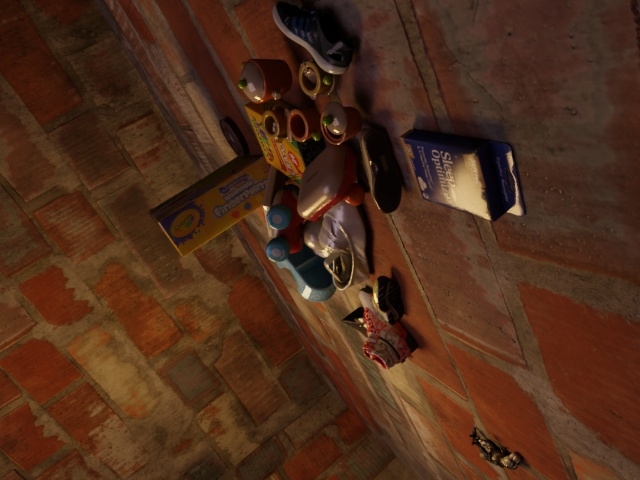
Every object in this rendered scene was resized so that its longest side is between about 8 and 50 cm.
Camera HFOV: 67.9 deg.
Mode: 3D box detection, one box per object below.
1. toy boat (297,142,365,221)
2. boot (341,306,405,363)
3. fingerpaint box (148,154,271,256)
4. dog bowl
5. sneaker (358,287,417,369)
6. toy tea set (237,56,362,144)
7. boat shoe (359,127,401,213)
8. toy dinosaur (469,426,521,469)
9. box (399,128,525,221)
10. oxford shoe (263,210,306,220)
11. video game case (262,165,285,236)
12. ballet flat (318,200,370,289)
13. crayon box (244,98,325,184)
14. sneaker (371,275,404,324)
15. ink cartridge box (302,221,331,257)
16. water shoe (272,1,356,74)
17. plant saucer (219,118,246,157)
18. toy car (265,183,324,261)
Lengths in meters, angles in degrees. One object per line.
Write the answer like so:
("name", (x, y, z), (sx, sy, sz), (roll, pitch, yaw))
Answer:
("toy boat", (0.040, -0.127, 1.170), (0.151, 0.150, 0.231), (19, 154, -22))
("boot", (0.193, 0.367, 1.770), (0.229, 0.091, 0.263), (57, 162, -3))
("fingerpaint box", (-0.411, -0.148, 1.838), (0.163, 0.445, 0.371), (60, 163, -20))
("dog bowl", (-0.050, 0.094, 1.820), (0.297, 0.166, 0.074), (51, 151, 16))
("sneaker", (0.178, 0.291, 1.563), (0.270, 0.145, 0.090), (50, 163, 18))
("toy tea set", (-0.064, -0.294, 1.021), (0.336, 0.124, 0.199), (17, 123, 47))
("boat shoe", (0.124, -0.150, 1.009), (0.072, 0.068, 0.189), (-128, 21, -60))
("toy dinosaur", (0.514, 0.644, 1.464), (0.118, 0.064, 0.268), (45, 166, 11))
("box", (0.233, -0.112, 0.807), (0.225, 0.037, 0.136), (28, 149, 55))
("oxford shoe", (-0.095, -0.108, 1.701), (0.271, 0.098, 0.096), (8, 94, 52))
("video game case", (-0.148, -0.156, 1.560), (0.026, 0.226, 0.206), (7, 154, 4))
("ballet flat", (0.063, 0.016, 1.376), (0.139, 0.139, 0.400), (43, 160, 37))
("crayon box", (-0.102, -0.284, 1.341), (0.318, 0.081, 0.202), (39, 158, 45))
("sneaker", (0.184, 0.169, 1.423), (0.094, 0.082, 0.208), (44, 161, 42))
("ink cartridge box", (0.000, 0.000, 1.682), (0.145, 0.045, 0.179), (61, 165, -22))
("water shoe", (-0.007, -0.401, 0.892), (0.203, 0.073, 0.080), (47, 141, 13))
("plant saucer", (-0.340, -0.407, 1.874), (0.168, 0.029, 0.168), (49, 162, 22))
("toy car", (-0.031, -0.050, 1.483), (0.219, 0.238, 0.210), (-74, -10, -63))
